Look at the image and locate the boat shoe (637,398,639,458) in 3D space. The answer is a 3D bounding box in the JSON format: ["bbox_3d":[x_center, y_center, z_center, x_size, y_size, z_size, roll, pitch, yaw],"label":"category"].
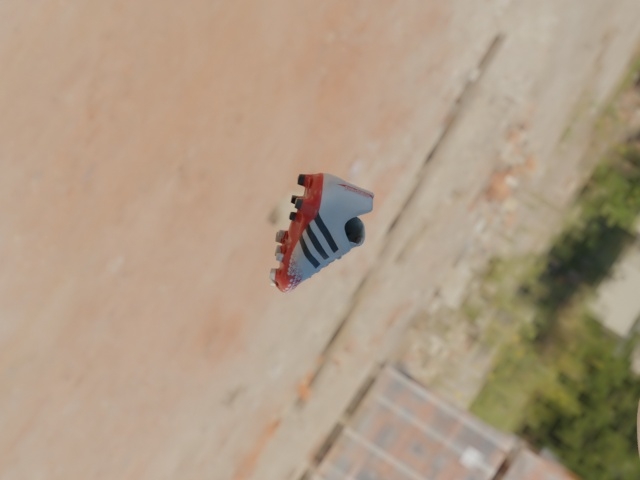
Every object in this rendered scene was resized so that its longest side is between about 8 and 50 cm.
[{"bbox_3d":[0.345,0.142,1.127,0.500,0.187,0.156,33,65,-45],"label":"boat shoe"}]

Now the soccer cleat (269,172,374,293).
[{"bbox_3d":[0.000,0.000,0.792,0.083,0.035,0.029,111,-11,-54],"label":"soccer cleat"}]
